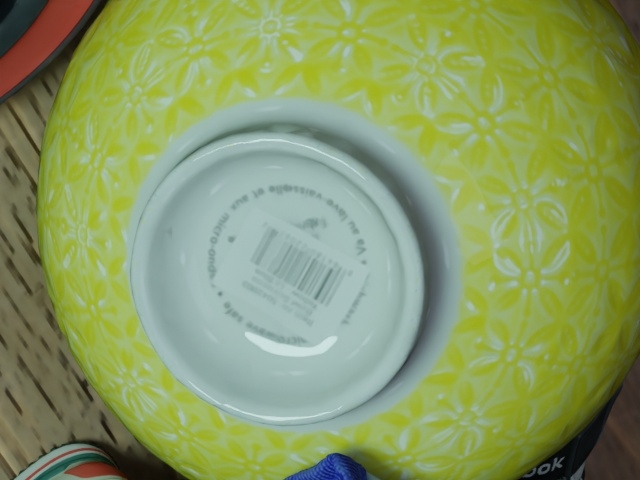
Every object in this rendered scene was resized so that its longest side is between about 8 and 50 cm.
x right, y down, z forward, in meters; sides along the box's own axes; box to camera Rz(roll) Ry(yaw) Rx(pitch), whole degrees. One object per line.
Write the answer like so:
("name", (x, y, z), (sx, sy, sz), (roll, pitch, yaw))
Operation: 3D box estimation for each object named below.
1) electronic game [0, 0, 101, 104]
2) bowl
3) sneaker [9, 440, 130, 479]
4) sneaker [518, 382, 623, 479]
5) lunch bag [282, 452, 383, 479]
("electronic game", (-0.176, -0.096, 0.761), (0.229, 0.048, 0.229), (-28, 158, -13))
("bowl", (0.000, 0.000, 0.799), (0.289, 0.156, 0.290), (3, 104, 12))
("sneaker", (-0.146, 0.162, 0.890), (0.161, 0.075, 0.057), (-41, 116, -13))
("sneaker", (0.082, 0.075, 0.949), (0.122, 0.146, 0.331), (-25, 113, -21))
("lunch bag", (-0.021, 0.319, 0.858), (0.385, 0.239, 0.328), (-31, 124, 32))
